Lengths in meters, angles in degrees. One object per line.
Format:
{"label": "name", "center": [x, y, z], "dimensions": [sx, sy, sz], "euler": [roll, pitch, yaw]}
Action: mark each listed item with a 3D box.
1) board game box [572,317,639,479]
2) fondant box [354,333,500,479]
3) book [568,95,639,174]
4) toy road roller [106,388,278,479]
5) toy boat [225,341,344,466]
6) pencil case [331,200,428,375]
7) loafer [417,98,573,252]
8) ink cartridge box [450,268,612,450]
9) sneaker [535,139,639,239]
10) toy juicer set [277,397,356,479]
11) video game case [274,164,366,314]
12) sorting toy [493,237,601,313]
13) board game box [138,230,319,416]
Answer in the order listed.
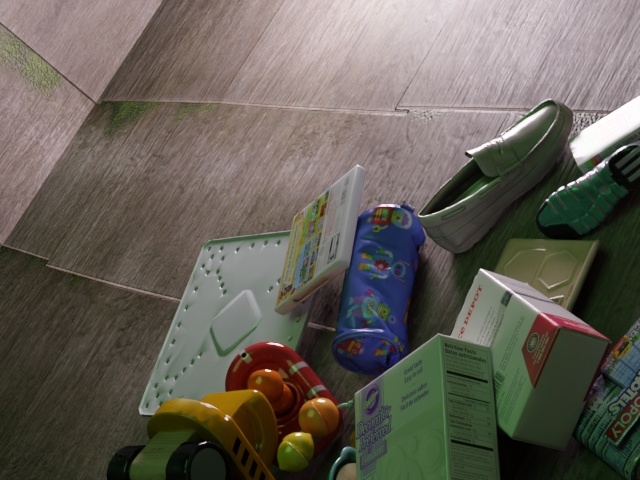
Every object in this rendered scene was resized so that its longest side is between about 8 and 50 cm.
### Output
{"label": "board game box", "center": [0.441, 0.223, 1.729], "dimensions": [0.194, 0.060, 0.194], "euler": [-50, 32, -1]}
{"label": "fondant box", "center": [0.146, 0.330, 1.819], "dimensions": [0.238, 0.096, 0.330], "euler": [-43, 38, 49]}
{"label": "book", "center": [0.473, -0.169, 2.088], "dimensions": [0.144, 0.035, 0.096], "euler": [-34, 21, 17]}
{"label": "toy road roller", "center": [-0.149, 0.385, 2.064], "dimensions": [0.203, 0.329, 0.240], "euler": [-11, 29, 43]}
{"label": "toy boat", "center": [-0.075, 0.259, 2.165], "dimensions": [0.151, 0.151, 0.231], "euler": [-39, 52, -4]}
{"label": "pencil case", "center": [0.104, 0.080, 2.217], "dimensions": [0.133, 0.119, 0.306], "euler": [9, 53, 5]}
{"label": "loafer", "center": [0.295, -0.120, 2.192], "dimensions": [0.319, 0.111, 0.112], "euler": [-49, 33, 2]}
{"label": "ink cartridge box", "center": [0.285, 0.165, 1.855], "dimensions": [0.172, 0.100, 0.237], "euler": [-69, 26, 10]}
{"label": "sneaker", "center": [0.441, -0.080, 2.043], "dimensions": [0.224, 0.083, 0.098], "euler": [-37, 0, 33]}
{"label": "toy juicer set", "center": [0.030, 0.370, 1.930], "dimensions": [0.089, 0.209, 0.329], "euler": [-35, 34, 37]}
{"label": "video game case", "center": [0.000, 0.000, 2.326], "dimensions": [0.206, 0.026, 0.227], "euler": [-38, 31, 44]}
{"label": "sorting toy", "center": [0.331, 0.084, 2.024], "dimensions": [0.208, 0.038, 0.193], "euler": [-2, 56, 54]}
{"label": "board game box", "center": [-0.147, 0.166, 2.466], "dimensions": [0.390, 0.050, 0.389], "euler": [-6, 56, 45]}
